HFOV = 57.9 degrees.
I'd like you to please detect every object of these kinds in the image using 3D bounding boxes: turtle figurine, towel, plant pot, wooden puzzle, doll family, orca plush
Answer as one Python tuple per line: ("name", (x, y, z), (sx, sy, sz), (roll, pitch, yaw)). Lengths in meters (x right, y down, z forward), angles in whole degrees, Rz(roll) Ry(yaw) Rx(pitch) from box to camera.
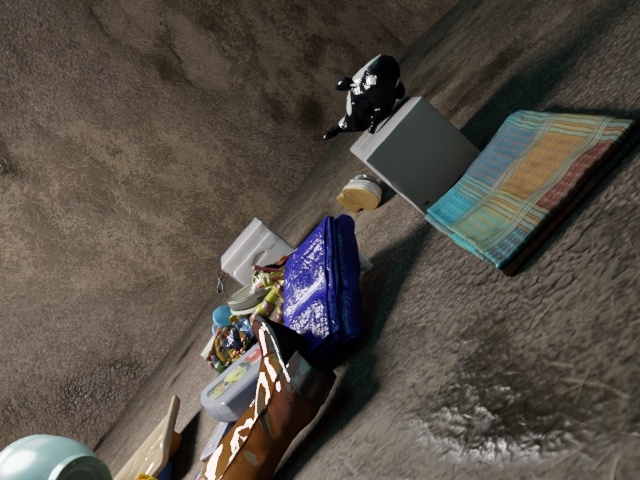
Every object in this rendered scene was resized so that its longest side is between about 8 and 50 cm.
("turtle figurine", (-0.098, 0.115, 1.404), (0.269, 0.087, 0.217), (-1, -56, -50))
("towel", (0.304, -0.097, 0.910), (0.271, 0.040, 0.370), (-50, 11, 7))
("plant pot", (-0.632, 0.614, 1.395), (0.196, 0.293, 0.293), (-16, 28, 29))
("wooden puzzle", (-0.459, 0.613, 1.497), (0.348, 0.080, 0.322), (-55, 11, 2))
("doll family", (-0.215, 0.287, 1.524), (0.076, 0.111, 0.193), (1, -56, -60))
("towel", (-0.012, 0.110, 1.144), (0.227, 0.076, 0.308), (-41, 33, 35))
("orca plush", (0.089, -0.277, 1.258), (0.287, 0.151, 0.102), (-29, 54, 53))

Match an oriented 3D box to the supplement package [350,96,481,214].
("supplement package", (0.198, -0.199, 1.290), (0.175, 0.177, 0.293), (-48, 12, 8))

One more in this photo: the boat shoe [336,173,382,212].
("boat shoe", (0.119, -0.146, 1.631), (0.096, 0.098, 0.277), (-53, 10, -8))

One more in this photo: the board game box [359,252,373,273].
("board game box", (0.058, 0.042, 1.281), (0.020, 0.090, 0.090), (-53, 12, -30))

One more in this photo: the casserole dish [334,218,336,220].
("casserole dish", (0.000, 0.000, 1.784), (0.188, 0.037, 0.114), (-53, 12, -20))

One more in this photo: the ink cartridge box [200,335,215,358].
("ink cartridge box", (-0.295, 0.289, 1.954), (0.171, 0.056, 0.235), (-38, 18, 48))

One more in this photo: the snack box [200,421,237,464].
("snack box", (-0.211, 0.413, 1.300), (0.064, 0.022, 0.178), (-40, 15, 36))

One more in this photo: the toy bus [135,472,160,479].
("toy bus", (-0.323, 0.536, 1.035), (0.211, 0.149, 0.220), (-1, -70, -79))

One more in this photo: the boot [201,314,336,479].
("boot", (-0.110, 0.289, 0.994), (0.264, 0.096, 0.280), (35, 94, 50))

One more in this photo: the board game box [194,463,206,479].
("board game box", (-0.164, 0.414, 1.081), (0.201, 0.035, 0.136), (-50, 11, 2))

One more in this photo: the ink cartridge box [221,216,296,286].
("ink cartridge box", (-0.195, 0.062, 1.922), (0.198, 0.197, 0.270), (-49, 11, -2))

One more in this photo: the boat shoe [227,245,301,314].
("boat shoe", (-0.130, 0.105, 1.576), (0.305, 0.091, 0.109), (-27, 27, 13))

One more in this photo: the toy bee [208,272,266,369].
("toy bee", (-0.239, 0.235, 1.708), (0.195, 0.162, 0.298), (118, 156, -71))

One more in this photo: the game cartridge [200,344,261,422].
("game cartridge", (-0.171, 0.314, 1.285), (0.196, 0.060, 0.294), (-44, 8, -21))
